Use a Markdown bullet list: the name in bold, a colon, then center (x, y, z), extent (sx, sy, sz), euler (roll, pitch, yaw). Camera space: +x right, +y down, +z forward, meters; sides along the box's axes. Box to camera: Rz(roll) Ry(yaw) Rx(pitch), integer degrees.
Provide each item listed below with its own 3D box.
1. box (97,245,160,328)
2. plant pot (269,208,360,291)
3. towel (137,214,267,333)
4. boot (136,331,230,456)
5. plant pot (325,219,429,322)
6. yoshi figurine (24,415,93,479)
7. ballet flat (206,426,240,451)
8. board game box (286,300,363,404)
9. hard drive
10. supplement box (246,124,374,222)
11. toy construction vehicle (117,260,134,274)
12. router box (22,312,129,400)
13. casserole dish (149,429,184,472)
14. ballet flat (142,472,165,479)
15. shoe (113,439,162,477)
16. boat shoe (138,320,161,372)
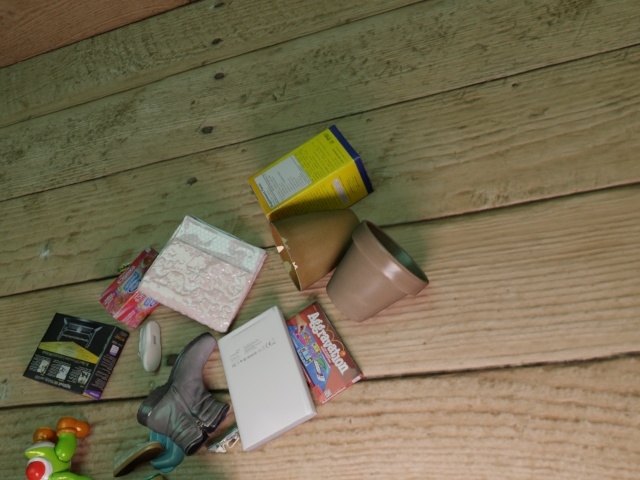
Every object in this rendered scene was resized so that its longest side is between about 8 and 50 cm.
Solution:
- **box**: center (-0.630, 0.166, 1.806), extent (0.122, 0.128, 0.257), euler (35, 77, 33)
- **plant pot**: center (0.000, 0.000, 1.610), extent (0.254, 0.237, 0.237), euler (-25, 53, -11)
- **towel**: center (-0.389, 0.104, 1.716), extent (0.331, 0.053, 0.317), euler (25, 70, 7)
- **boot**: center (-0.355, 0.453, 1.525), extent (0.222, 0.118, 0.338), euler (20, 57, 20)
- **plant pot**: center (0.142, 0.107, 1.479), extent (0.229, 0.263, 0.263), euler (-46, 52, 14)
- **yoshi figurine**: center (-0.784, 0.735, 1.530), extent (0.203, 0.204, 0.362), euler (7, 37, -19)
- **ballet flat**: center (-0.273, 0.582, 1.464), extent (0.114, 0.041, 0.041), euler (-35, 54, 0)
- **board game box**: center (-0.004, 0.325, 1.516), extent (0.145, 0.027, 0.281), euler (-34, 54, -1)
- **hard drive**: center (-0.167, 0.398, 1.511), extent (0.233, 0.047, 0.353), euler (-32, 53, 11)
- **supplement box**: center (-0.033, -0.188, 1.737), extent (0.356, 0.195, 0.194), euler (-32, 54, 1)
- **toy construction vehicle**: center (-0.734, 0.127, 1.930), extent (0.098, 0.035, 0.086), euler (-23, 55, 8)
- **router box**: center (-0.852, 0.398, 1.784), extent (0.308, 0.081, 0.243), euler (6, 63, 25)
- **casserole dish**: center (-0.465, 0.594, 1.536), extent (0.114, 0.037, 0.188), euler (-17, 56, 13)
- **ballet flat**: center (-0.549, 0.741, 1.457), extent (0.232, 0.080, 0.073), euler (-26, 69, 7)
- **shoe**: center (-0.540, 0.623, 1.488), extent (0.219, 0.076, 0.058), euler (-38, 55, 26)
- **boat shoe**: center (-0.580, 0.360, 1.711), extent (0.063, 0.066, 0.184), euler (-29, 55, 21)
